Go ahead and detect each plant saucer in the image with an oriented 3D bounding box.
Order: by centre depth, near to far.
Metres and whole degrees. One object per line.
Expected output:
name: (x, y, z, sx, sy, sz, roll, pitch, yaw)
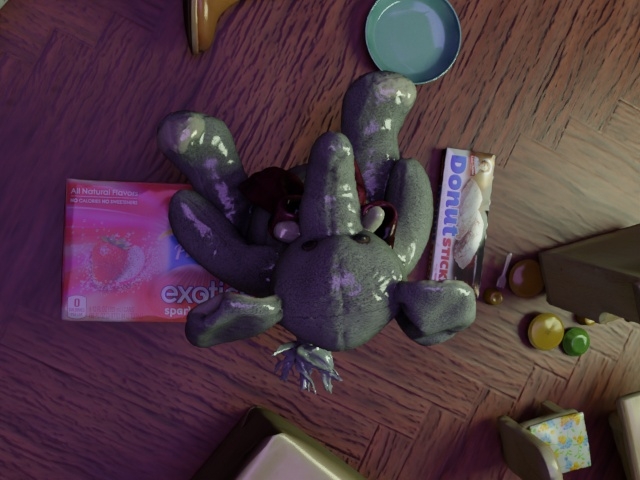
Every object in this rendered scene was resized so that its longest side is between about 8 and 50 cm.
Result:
plant saucer: (0.110, -0.246, 1.233, 0.119, 0.021, 0.119, 0, 92, -11)

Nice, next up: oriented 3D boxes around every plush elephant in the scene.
plush elephant: (0.000, 0.000, 0.953, 0.272, 0.255, 0.329, -6, 92, -12)

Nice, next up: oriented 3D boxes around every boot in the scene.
boot: (-0.075, -0.300, 1.172, 0.153, 0.073, 0.197, 8, 93, -15)

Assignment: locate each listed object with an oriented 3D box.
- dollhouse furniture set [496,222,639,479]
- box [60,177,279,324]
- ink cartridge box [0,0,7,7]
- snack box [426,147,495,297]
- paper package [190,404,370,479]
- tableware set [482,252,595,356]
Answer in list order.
dollhouse furniture set: (0.413, 0.195, 1.173, 0.362, 0.256, 0.394, -15, 99, -10)
box: (-0.129, 0.011, 1.132, 0.300, 0.142, 0.154, 3, 90, -11)
ink cartridge box: (-0.413, -0.235, 1.069, 0.082, 0.139, 0.190, 39, 84, -8)
snack box: (0.171, -0.021, 1.251, 0.064, 0.022, 0.178, 7, 91, -10)
paper package: (-0.030, 0.402, 1.151, 0.325, 0.168, 0.309, 40, 84, -11)
tableware set: (0.278, 0.083, 1.278, 0.154, 0.024, 0.104, 19, 91, -12)
